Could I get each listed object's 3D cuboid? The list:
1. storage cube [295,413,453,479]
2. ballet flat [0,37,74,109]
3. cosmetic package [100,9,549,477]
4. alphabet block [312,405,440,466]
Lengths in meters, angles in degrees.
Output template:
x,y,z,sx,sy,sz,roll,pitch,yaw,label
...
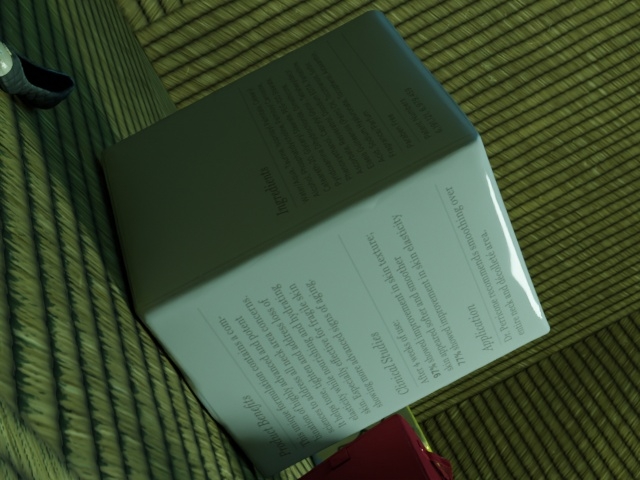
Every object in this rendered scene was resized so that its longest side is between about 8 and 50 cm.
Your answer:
x,y,z,sx,sy,sz,roll,pitch,yaw,label
0.090,0.370,1.249,0.184,0.215,0.193,54,5,-25,storage cube
-0.281,-0.164,0.956,0.058,0.049,0.173,62,0,4,ballet flat
0.000,0.000,1.215,0.329,0.393,0.327,62,1,-41,cosmetic package
0.103,0.401,1.854,0.193,0.197,0.192,62,1,-42,alphabet block
